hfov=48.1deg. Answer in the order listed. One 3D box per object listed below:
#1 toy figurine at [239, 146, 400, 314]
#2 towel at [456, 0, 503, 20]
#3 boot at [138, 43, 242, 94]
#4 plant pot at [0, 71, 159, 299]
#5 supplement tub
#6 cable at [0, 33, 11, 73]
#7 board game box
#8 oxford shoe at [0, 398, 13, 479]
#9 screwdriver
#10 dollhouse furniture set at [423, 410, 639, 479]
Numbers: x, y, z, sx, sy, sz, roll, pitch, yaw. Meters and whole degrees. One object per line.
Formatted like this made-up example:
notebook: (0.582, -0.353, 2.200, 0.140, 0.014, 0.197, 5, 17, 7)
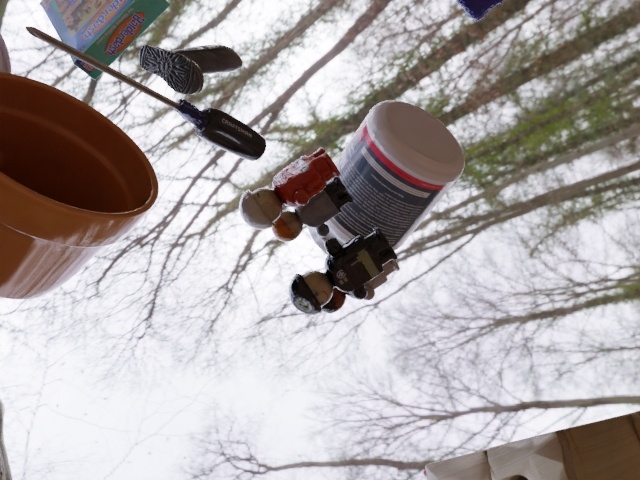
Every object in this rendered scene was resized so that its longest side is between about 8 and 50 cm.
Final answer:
toy figurine: (0.000, 0.000, 1.004, 0.148, 0.209, 0.213, -34, -102, 1)
towel: (0.316, -0.529, 1.165, 0.228, 0.308, 0.076, 33, -153, -43)
boot: (-0.239, -0.354, 1.465, 0.190, 0.076, 0.209, 38, -153, 27)
plant pot: (-0.396, -0.059, 0.968, 0.291, 0.203, 0.290, 32, -155, -17)
supplement tub: (0.110, -0.095, 1.286, 0.191, 0.272, 0.191, 22, -141, -19)
cable: (-0.653, -0.298, 1.187, 0.257, 0.089, 0.257, -53, -52, -23)
board game box: (-0.333, -0.360, 1.091, 0.047, 0.160, 0.210, 40, -170, -51)
oxford shoe: (-0.495, 0.192, 0.909, 0.397, 0.140, 0.146, 55, -173, 37)
screwdriver: (-0.093, -0.088, 0.423, 0.170, 0.024, 0.025, 30, -94, -46)
dollhouse furniture set: (0.185, 0.238, 0.531, 0.129, 0.129, 0.183, 3, -115, -41)
